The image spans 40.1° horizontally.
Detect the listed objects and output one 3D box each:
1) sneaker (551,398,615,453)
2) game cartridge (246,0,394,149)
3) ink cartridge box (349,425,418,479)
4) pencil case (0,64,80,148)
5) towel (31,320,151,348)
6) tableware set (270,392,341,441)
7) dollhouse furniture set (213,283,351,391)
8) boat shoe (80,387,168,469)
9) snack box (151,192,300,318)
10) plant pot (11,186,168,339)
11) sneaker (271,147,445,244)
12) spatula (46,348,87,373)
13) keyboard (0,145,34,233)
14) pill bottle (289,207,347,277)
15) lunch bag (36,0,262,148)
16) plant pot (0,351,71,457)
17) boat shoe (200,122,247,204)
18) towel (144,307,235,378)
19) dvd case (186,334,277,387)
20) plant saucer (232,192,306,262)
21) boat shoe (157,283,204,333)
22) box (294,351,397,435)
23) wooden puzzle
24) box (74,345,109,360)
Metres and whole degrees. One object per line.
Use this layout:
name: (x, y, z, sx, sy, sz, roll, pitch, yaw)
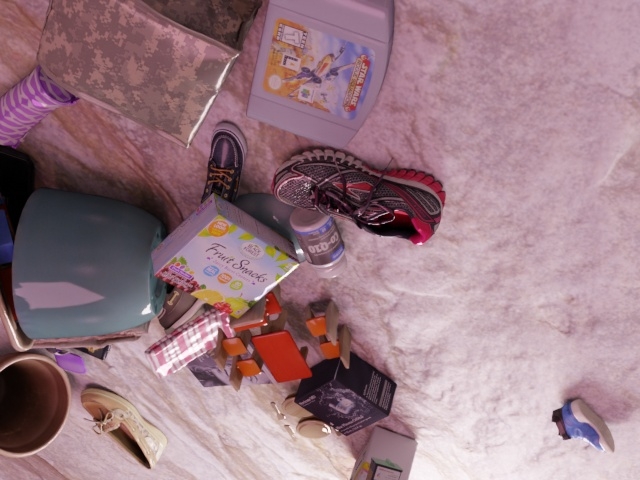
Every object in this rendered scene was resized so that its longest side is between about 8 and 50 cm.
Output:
sneaker: (0.547, 0.400, 1.841, 0.084, 0.058, 0.152, -31, 114, 34)
game cartridge: (0.002, -0.274, 1.346, 0.198, 0.062, 0.297, 22, 138, 3)
ink cartridge box: (0.121, 0.610, 2.058, 0.117, 0.278, 0.201, 22, 138, 2)
pencil case: (-0.517, -0.235, 1.549, 0.206, 0.086, 0.088, -25, 109, 38)
towel: (-0.481, 0.141, 1.824, 0.282, 0.187, 0.049, -2, 130, 7)
tableware set: (-0.032, 0.412, 2.085, 0.128, 0.039, 0.194, -9, 137, 13)
dollhouse furniture set: (-0.097, 0.201, 1.775, 0.262, 0.135, 0.259, -14, 129, 16)
boat shoe: (-0.522, 0.492, 2.308, 0.104, 0.089, 0.285, -26, 121, 39)
snack box: (-0.171, 0.032, 1.585, 0.174, 0.070, 0.207, -41, 132, 19)
plant pot: (-0.421, 0.048, 1.678, 0.235, 0.293, 0.293, 2, 136, 2)
sneaker: (0.059, -0.073, 1.490, 0.299, 0.112, 0.121, 9, 137, 12)
spatula: (-0.626, 0.261, 2.085, 0.084, 0.030, 0.296, 14, 158, 9)
keyboard: (-0.686, -0.095, 1.802, 0.201, 0.033, 0.317, 19, 137, -5)
pill bottle: (0.000, 0.000, 1.611, 0.078, 0.078, 0.137, -3, 134, 23)
lunch bag: (-0.272, -0.311, 1.322, 0.287, 0.169, 0.235, 25, 138, -13)
plant pot: (-0.806, 0.399, 2.233, 0.229, 0.263, 0.263, 5, 139, 42)
boat shoe: (-0.172, -0.115, 1.550, 0.065, 0.083, 0.183, 13, 137, 6)
towel: (-0.275, 0.219, 1.866, 0.029, 0.197, 0.144, 52, 165, 26)
dvd case: (-0.219, 0.282, 2.031, 0.221, 0.018, 0.164, -9, 131, 27)
plant saucer: (-0.102, -0.007, 1.673, 0.195, 0.037, 0.195, 10, 137, 9)
boat shoe: (-0.270, 0.100, 1.799, 0.091, 0.109, 0.305, 44, 139, -3)
box: (0.055, 0.337, 1.933, 0.158, 0.093, 0.156, 36, 135, -16)
wooden puzzle: (-0.618, -0.007, 1.665, 0.080, 0.322, 0.348, -20, 140, -13)
box: (-0.552, 0.173, 2.015, 0.175, 0.051, 0.220, 24, 138, -5)
